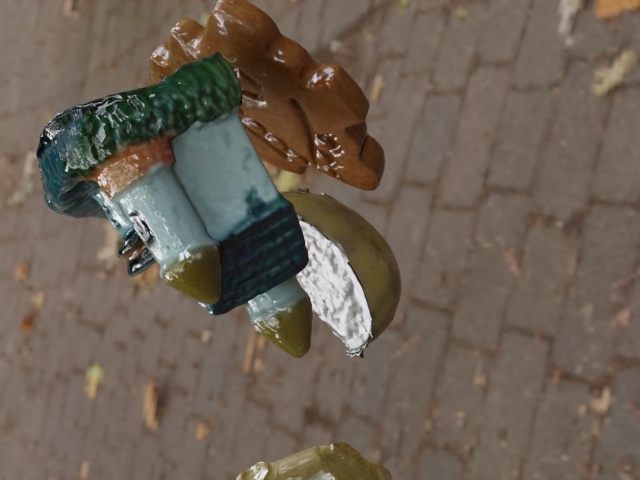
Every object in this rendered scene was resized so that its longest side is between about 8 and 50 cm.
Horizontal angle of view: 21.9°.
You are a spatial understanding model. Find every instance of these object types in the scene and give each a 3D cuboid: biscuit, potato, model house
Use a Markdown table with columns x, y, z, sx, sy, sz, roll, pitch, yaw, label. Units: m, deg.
| x | y | z | sx | sy | sz | roll | pitch | yaw | label |
| --- | --- | --- | --- | --- | --- | --- | --- | --- | --- |
| -0.075 | -0.142 | 1.718 | 0.306 | 0.284 | 0.043 | 2 | 56 | 47 | biscuit |
| 0.000 | 0.000 | 1.832 | 0.098 | 0.243 | 0.138 | -40 | -14 | -36 | potato |
| -0.110 | -0.005 | 1.514 | 0.291 | 0.184 | 0.253 | 56 | 160 | 1 | model house |

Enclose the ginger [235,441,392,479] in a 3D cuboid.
| x | y | z | sx | sy | sz | roll | pitch | yaw | label |
| --- | --- | --- | --- | --- | --- | --- | --- | --- | --- |
| -0.107 | 0.370 | 1.758 | 0.122 | 0.348 | 0.363 | -78 | -7 | -62 | ginger |
